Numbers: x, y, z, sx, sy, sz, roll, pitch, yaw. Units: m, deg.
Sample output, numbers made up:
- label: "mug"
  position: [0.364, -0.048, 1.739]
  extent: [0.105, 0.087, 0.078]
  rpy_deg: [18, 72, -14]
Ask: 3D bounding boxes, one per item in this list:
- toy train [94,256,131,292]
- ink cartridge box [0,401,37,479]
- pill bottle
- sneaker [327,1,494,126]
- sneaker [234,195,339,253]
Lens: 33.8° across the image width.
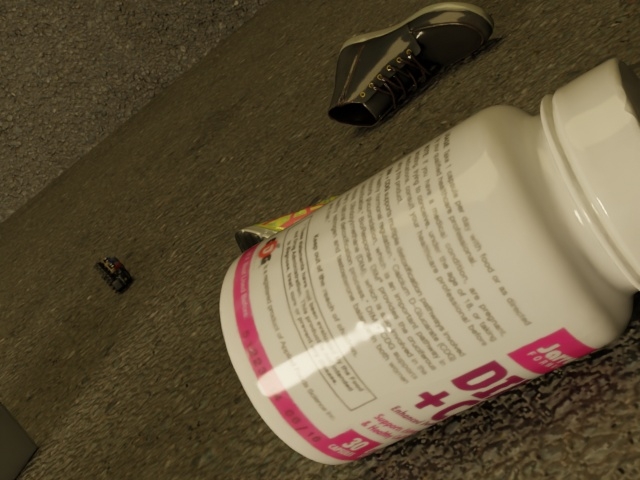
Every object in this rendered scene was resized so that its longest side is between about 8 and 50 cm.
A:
- label: "toy train"
  position: [-0.301, 0.046, 1.533]
  extent: [0.036, 0.027, 0.158]
  rpy_deg: [-39, 19, -11]
- label: "ink cartridge box"
  position: [-0.442, 0.262, 1.160]
  extent: [0.208, 0.087, 0.153]
  rpy_deg: [-14, 30, 32]
- label: "pill bottle"
  position: [0.091, 0.017, 0.656]
  extent: [0.283, 0.160, 0.160]
  rpy_deg: [-31, 21, 26]
- label: "sneaker"
  position: [0.110, -0.208, 1.296]
  extent: [0.222, 0.083, 0.118]
  rpy_deg: [-14, 50, 39]
- label: "sneaker"
  position: [0.000, 0.000, 1.013]
  extent: [0.208, 0.081, 0.094]
  rpy_deg: [-2, 34, 51]
